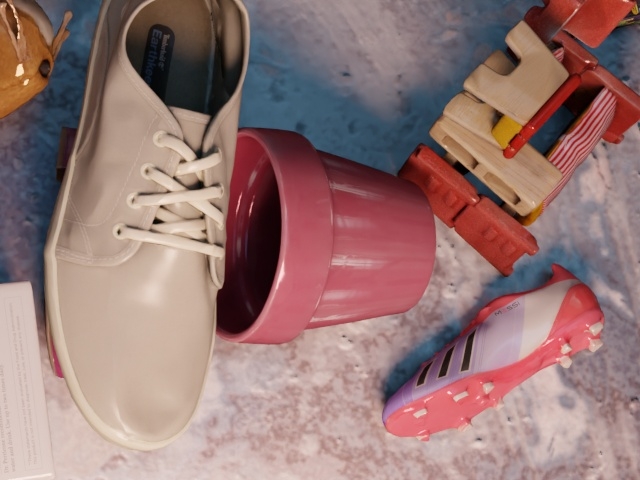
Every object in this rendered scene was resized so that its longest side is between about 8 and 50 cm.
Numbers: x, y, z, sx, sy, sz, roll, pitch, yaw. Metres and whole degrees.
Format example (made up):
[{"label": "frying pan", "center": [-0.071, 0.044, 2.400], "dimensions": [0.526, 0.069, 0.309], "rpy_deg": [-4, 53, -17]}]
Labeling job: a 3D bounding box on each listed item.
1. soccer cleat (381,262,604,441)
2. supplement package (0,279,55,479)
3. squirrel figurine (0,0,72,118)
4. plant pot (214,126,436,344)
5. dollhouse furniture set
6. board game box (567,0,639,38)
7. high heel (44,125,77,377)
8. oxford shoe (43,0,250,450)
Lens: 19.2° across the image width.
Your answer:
[{"label": "soccer cleat", "center": [0.160, 0.110, 1.843], "dimensions": [0.248, 0.083, 0.095], "rpy_deg": [-27, 58, -10]}, {"label": "supplement package", "center": [-0.393, 0.145, 1.659], "dimensions": [0.293, 0.175, 0.178], "rpy_deg": [-6, 83, -13]}, {"label": "squirrel figurine", "center": [-0.389, -0.286, 1.722], "dimensions": [0.397, 0.281, 0.370], "rpy_deg": [4, 90, 3]}, {"label": "plant pot", "center": [0.000, 0.000, 1.769], "dimensions": [0.180, 0.201, 0.201], "rpy_deg": [4, 80, -27]}, {"label": "dollhouse furniture set", "center": [0.213, -0.117, 1.733], "dimensions": [0.152, 0.374, 0.201], "rpy_deg": [41, 77, 2]}, {"label": "board game box", "center": [0.302, -0.305, 1.948], "dimensions": [0.141, 0.048, 0.170], "rpy_deg": [-15, 84, -13]}, {"label": "high heel", "center": [-0.194, 0.010, 1.763], "dimensions": [0.117, 0.082, 0.244], "rpy_deg": [5, 69, -7]}, {"label": "oxford shoe", "center": [-0.145, -0.038, 1.692], "dimensions": [0.169, 0.130, 0.449], "rpy_deg": [10, 81, -32]}]
